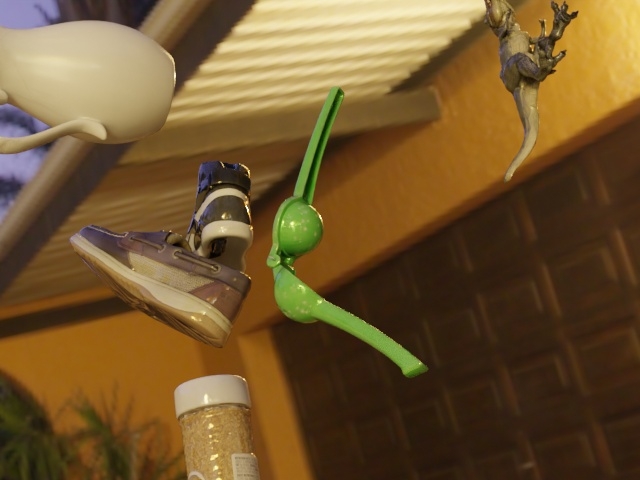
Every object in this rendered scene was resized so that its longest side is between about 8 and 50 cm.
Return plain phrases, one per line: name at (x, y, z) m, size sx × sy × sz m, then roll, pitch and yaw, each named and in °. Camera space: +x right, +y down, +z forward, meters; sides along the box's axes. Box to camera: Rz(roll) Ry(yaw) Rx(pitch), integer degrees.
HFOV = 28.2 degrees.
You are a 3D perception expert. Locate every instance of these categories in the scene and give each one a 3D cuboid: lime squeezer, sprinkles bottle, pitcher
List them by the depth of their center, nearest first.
lime squeezer at (0.000, 0.000, 1.098) m, size 0.059 × 0.310 × 0.110 m, roll 24°, pitch -50°, yaw -39°
pitcher at (-0.257, -0.148, 1.296) m, size 0.207 × 0.177 × 0.125 m, roll 8°, pitch -37°, yaw -23°
sprinkles bottle at (-0.148, 0.392, 1.979) m, size 0.121 × 0.355 × 0.121 m, roll -9°, pitch -22°, yaw -4°

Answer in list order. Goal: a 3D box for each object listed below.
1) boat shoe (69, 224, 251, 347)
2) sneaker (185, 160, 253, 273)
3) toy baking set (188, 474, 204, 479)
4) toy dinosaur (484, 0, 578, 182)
boat shoe at (-0.183, 0.035, 1.469) m, size 0.285 × 0.092 × 0.103 m, roll 23°, pitch -23°, yaw 46°
sneaker at (-0.121, -0.028, 1.538) m, size 0.079 × 0.121 × 0.217 m, roll 6°, pitch -19°, yaw -16°
toy baking set at (-0.170, 0.412, 1.740) m, size 0.197 × 0.030 × 0.256 m, roll -38°, pitch -56°, yaw 20°
toy dinosaur at (0.238, -0.200, 1.442) m, size 0.064 × 0.268 × 0.118 m, roll 15°, pitch -38°, yaw -21°
